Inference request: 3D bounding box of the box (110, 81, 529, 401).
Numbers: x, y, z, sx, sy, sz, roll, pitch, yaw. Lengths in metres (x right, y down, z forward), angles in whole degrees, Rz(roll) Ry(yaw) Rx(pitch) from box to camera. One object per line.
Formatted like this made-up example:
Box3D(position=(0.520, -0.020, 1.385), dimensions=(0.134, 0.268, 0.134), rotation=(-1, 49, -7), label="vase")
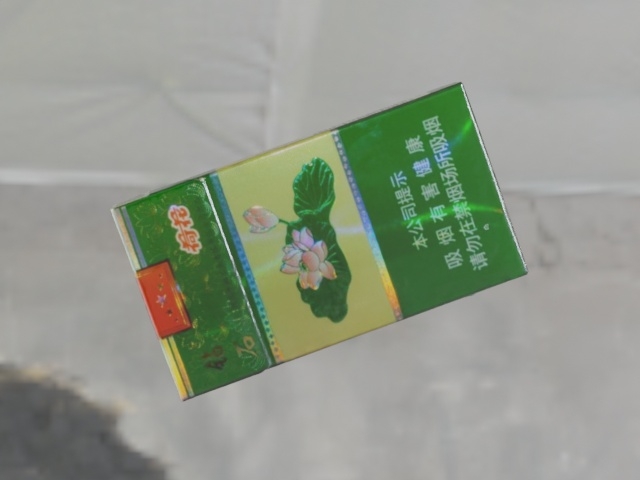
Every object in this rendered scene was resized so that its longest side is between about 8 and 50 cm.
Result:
Box3D(position=(0.000, 0.000, 1.256), dimensions=(0.235, 0.132, 0.034), rotation=(-19, 6, -3), label="box")
